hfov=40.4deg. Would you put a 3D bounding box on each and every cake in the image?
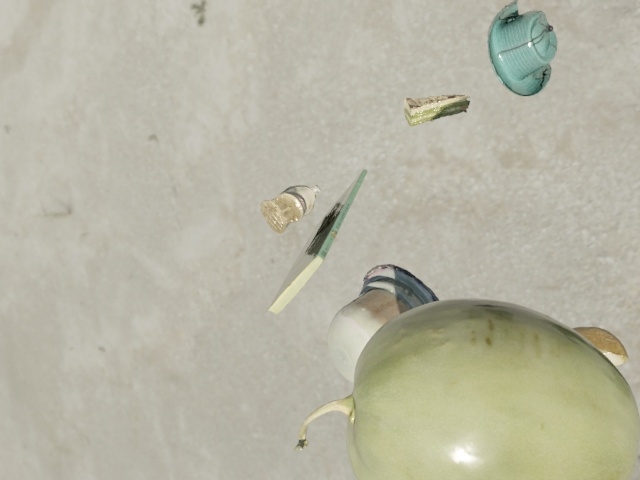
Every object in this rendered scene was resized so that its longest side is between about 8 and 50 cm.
[{"bbox_3d":[0.243,-0.272,1.812,0.055,0.140,0.051,-88,-9,-47],"label":"cake"}]

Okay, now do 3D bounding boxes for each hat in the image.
[{"bbox_3d":[0.321,-0.307,1.339,0.078,0.191,0.138,-20,114,37],"label":"hat"}]

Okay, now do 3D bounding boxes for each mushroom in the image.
[{"bbox_3d":[0.521,0.228,1.795,0.209,0.094,0.072,-14,126,25],"label":"mushroom"}]

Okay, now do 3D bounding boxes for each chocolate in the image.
[{"bbox_3d":[0.092,0.159,1.338,0.221,0.147,0.221,30,136,33],"label":"chocolate"}]

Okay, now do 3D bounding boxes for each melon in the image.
[{"bbox_3d":[0.165,0.184,0.891,0.272,0.307,0.272,-33,53,58],"label":"melon"}]

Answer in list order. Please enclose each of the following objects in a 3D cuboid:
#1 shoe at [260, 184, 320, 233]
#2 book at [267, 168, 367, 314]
[{"bbox_3d":[-0.070,-0.085,2.042,0.089,0.092,0.180,54,150,-4],"label":"shoe"},{"bbox_3d":[0.000,0.000,1.743,0.025,0.283,0.215,34,134,-6],"label":"book"}]
